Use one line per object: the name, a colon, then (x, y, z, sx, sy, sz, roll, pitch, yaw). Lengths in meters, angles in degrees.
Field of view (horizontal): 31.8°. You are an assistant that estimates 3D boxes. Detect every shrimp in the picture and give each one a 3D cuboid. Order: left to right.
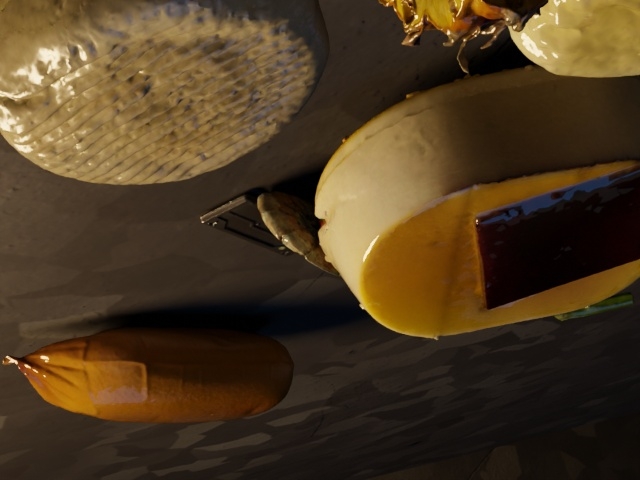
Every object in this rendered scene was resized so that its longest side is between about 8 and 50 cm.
shrimp: (0.000, 0.000, 0.965, 0.034, 0.091, 0.161, -42, 159, 19)

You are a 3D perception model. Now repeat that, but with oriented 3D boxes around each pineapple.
pineapple: (0.078, -0.160, 0.599, 0.069, 0.137, 0.116, -12, 121, -20)

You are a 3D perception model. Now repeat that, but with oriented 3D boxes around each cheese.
cheese: (0.191, -0.168, 0.652, 0.123, 0.094, 0.167, -12, 160, -19)

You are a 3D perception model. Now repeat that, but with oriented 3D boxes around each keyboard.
keyboard: (-0.047, -0.013, 0.997, 0.053, 0.010, 0.155, -25, 158, 20)

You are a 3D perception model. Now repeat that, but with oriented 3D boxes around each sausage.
sausage: (-0.172, 0.140, 1.174, 0.328, 0.112, 0.112, 7, 149, -44)

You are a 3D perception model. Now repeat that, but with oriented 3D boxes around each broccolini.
broccolini: (0.287, 0.070, 1.403, 0.271, 0.062, 0.123, -3, 171, -20)

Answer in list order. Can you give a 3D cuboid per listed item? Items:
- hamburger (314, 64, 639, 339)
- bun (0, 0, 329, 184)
hamburger: (0.140, -0.040, 0.881, 0.295, 0.151, 0.227, -7, 141, -12)
bun: (-0.088, -0.111, 0.562, 0.173, 0.113, 0.166, -13, 153, -6)
